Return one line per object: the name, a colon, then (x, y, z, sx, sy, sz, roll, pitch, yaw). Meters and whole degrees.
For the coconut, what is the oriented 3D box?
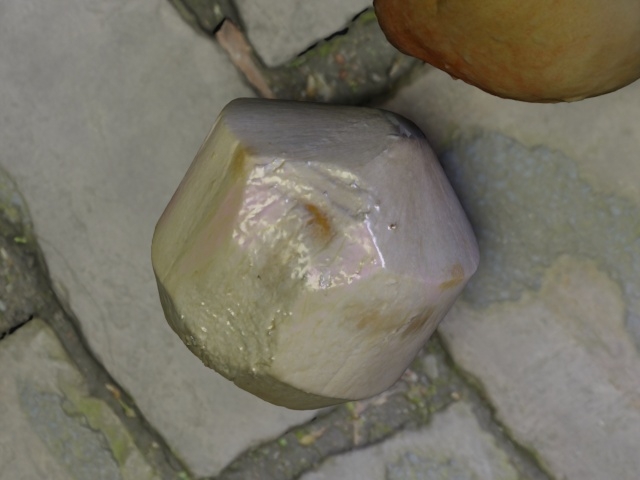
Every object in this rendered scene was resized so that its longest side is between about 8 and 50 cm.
coconut: (-0.003, -0.002, 1.441, 0.241, 0.241, 0.241, 5, 105, 19)

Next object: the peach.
peach: (0.135, -0.189, 1.342, 0.232, 0.232, 0.232, 5, 105, 19)
